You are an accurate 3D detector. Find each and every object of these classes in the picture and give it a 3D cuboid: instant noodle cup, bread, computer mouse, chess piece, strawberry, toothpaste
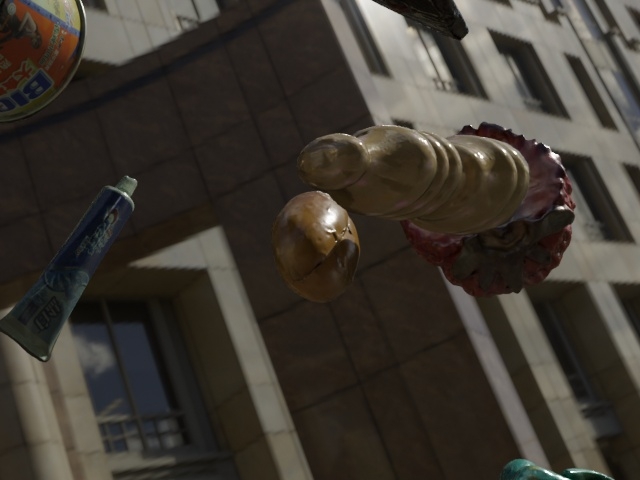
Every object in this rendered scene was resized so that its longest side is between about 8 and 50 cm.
[{"bbox_3d":[-0.552,-0.357,1.755,0.296,0.296,0.214,-25,-18,8],"label":"instant noodle cup"},{"bbox_3d":[0.000,0.000,1.228,0.077,0.114,0.189,-41,11,24],"label":"bread"},{"bbox_3d":[0.056,-0.327,1.257,0.087,0.295,0.168,-39,-34,6],"label":"computer mouse"},{"bbox_3d":[0.090,-0.069,1.129,0.307,0.138,0.124,5,-72,-57],"label":"chess piece"},{"bbox_3d":[0.265,-0.046,1.712,0.265,0.336,0.149,-25,-53,7],"label":"strawberry"},{"bbox_3d":[-0.300,0.022,1.345,0.047,0.268,0.069,14,-33,23],"label":"toothpaste"}]

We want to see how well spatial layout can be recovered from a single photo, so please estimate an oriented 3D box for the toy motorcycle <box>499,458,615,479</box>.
[{"bbox_3d":[0.219,0.258,0.907,0.296,0.198,0.109,-7,-50,-56],"label":"toy motorcycle"}]
